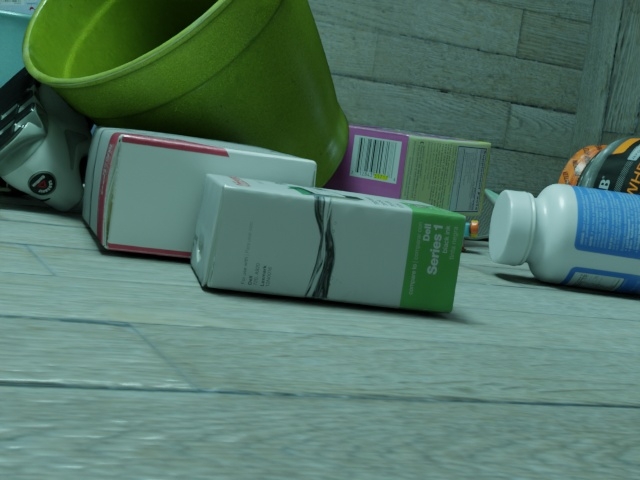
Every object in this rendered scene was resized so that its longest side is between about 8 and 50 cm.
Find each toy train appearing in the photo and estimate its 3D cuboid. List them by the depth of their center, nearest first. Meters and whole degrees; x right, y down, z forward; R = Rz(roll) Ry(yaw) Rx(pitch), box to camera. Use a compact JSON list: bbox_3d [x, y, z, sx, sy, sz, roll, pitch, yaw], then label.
[{"bbox_3d":[0.159,-0.014,1.625,0.125,0.046,0.166,1,6,-32],"label":"toy train"}]

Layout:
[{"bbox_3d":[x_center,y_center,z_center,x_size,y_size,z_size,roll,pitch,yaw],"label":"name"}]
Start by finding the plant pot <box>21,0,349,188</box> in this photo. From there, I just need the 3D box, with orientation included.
[{"bbox_3d":[-0.140,-0.215,1.451,0.366,0.366,0.353,13,-30,42],"label":"plant pot"}]

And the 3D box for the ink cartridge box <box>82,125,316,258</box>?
[{"bbox_3d":[-0.144,-0.053,1.188,0.207,0.117,0.283,6,6,-17],"label":"ink cartridge box"}]

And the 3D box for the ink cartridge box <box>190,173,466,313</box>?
[{"bbox_3d":[0.000,0.000,0.994,0.219,0.093,0.160,7,5,-13],"label":"ink cartridge box"}]

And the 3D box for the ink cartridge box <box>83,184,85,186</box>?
[{"bbox_3d":[-0.213,-0.197,1.745,0.353,0.207,0.119,-6,-3,-15],"label":"ink cartridge box"}]

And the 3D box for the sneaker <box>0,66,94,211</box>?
[{"bbox_3d":[-0.361,-0.142,1.444,0.146,0.122,0.331,46,18,-29],"label":"sneaker"}]

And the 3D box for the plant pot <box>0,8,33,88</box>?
[{"bbox_3d":[-0.492,-0.220,1.655,0.271,0.255,0.271,8,5,-1],"label":"plant pot"}]

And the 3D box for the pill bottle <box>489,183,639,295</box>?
[{"bbox_3d":[0.327,-0.004,1.338,0.221,0.124,0.124,8,6,-7],"label":"pill bottle"}]

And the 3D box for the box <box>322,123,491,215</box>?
[{"bbox_3d":[0.105,-0.111,1.662,0.213,0.117,0.243,13,8,37],"label":"box"}]

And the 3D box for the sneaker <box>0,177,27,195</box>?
[{"bbox_3d":[-0.468,-0.102,1.470,0.188,0.066,0.071,9,7,17],"label":"sneaker"}]

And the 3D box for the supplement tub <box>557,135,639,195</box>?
[{"bbox_3d":[0.514,-0.039,1.541,0.207,0.207,0.338,4,7,-39],"label":"supplement tub"}]

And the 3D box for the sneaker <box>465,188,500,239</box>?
[{"bbox_3d":[0.237,-0.058,1.890,0.255,0.094,0.151,16,5,-43],"label":"sneaker"}]

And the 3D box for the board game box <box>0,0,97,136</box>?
[{"bbox_3d":[-0.398,-0.277,1.844,0.318,0.318,0.066,1,8,1],"label":"board game box"}]
